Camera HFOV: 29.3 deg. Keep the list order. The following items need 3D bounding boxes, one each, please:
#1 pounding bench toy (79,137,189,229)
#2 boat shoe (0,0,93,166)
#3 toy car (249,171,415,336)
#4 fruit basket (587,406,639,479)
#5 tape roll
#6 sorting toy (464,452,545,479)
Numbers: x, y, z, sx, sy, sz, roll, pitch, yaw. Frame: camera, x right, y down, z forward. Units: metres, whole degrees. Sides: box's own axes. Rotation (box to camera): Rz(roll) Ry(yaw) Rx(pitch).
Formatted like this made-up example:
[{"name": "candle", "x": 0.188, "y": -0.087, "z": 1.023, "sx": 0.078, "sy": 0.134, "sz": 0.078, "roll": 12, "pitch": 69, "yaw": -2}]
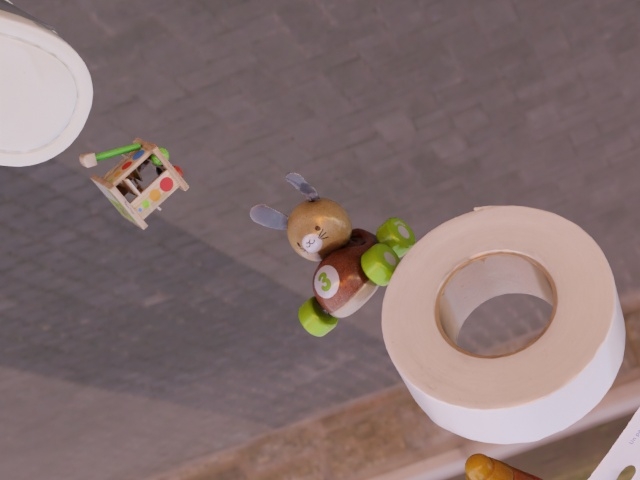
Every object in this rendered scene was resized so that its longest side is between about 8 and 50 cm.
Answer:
[{"name": "pounding bench toy", "x": -0.171, "y": -0.066, "z": 1.114, "sx": 0.065, "sy": 0.083, "sz": 0.052, "roll": -44, "pitch": -149, "yaw": -12}, {"name": "boat shoe", "x": -0.275, "y": -0.130, "z": 0.640, "sx": 0.319, "sy": 0.099, "sz": 0.116, "roll": 21, "pitch": 105, "yaw": -34}, {"name": "toy car", "x": 0.000, "y": 0.000, "z": 1.610, "sx": 0.155, "sy": 0.188, "sz": 0.149, "roll": -41, "pitch": -171, "yaw": 32}, {"name": "fruit basket", "x": 0.348, "y": 0.251, "z": 1.029, "sx": 0.353, "sy": 0.165, "sz": 0.327, "roll": 27, "pitch": 102, "yaw": -19}, {"name": "tape roll", "x": 0.222, "y": 0.098, "z": 1.488, "sx": 0.286, "sy": 0.286, "sz": 0.100, "roll": -21, "pitch": 142, "yaw": 8}, {"name": "sorting toy", "x": 0.128, "y": 0.338, "z": 1.119, "sx": 0.127, "sy": 0.365, "sz": 0.126, "roll": -9, "pitch": 129, "yaw": 40}]
